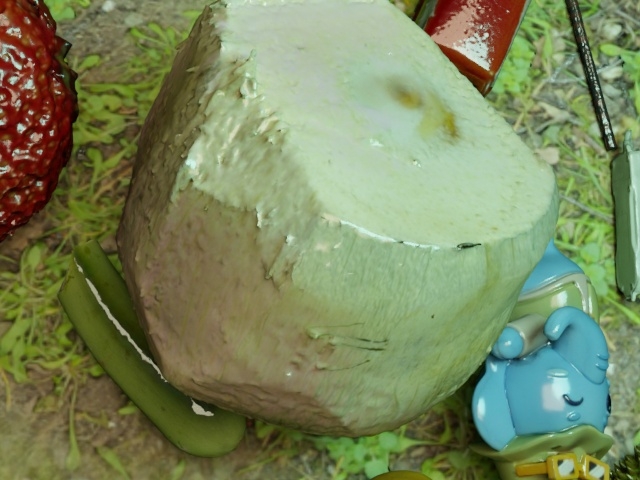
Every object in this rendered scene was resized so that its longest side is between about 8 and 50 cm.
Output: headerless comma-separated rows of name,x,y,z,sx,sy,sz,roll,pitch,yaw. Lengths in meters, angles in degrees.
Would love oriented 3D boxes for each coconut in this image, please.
coconut,0.000,0.000,1.325,0.404,0.404,0.405,2,78,-11

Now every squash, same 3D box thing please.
squash,-0.168,0.113,1.399,0.083,0.083,0.250,-41,85,-16

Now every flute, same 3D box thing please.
flute,0.292,-0.229,1.595,0.014,0.014,0.270,-11,80,-14

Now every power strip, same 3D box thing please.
power strip,0.339,-0.028,1.544,0.030,0.047,0.191,3,78,-15

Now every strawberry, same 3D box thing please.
strawberry,-0.359,-0.115,1.317,0.250,0.238,0.288,39,49,9

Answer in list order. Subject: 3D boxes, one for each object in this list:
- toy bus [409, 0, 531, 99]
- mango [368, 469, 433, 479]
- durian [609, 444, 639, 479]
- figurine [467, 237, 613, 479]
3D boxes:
toy bus,0.177,-0.276,1.526,0.121,0.120,0.265,27,75,-6
mango,0.059,0.307,1.395,0.115,0.090,0.178,38,77,11
durian,0.384,0.282,1.441,0.237,0.138,0.193,-35,87,-17
figurine,0.214,0.128,1.428,0.153,0.180,0.262,-11,85,16
